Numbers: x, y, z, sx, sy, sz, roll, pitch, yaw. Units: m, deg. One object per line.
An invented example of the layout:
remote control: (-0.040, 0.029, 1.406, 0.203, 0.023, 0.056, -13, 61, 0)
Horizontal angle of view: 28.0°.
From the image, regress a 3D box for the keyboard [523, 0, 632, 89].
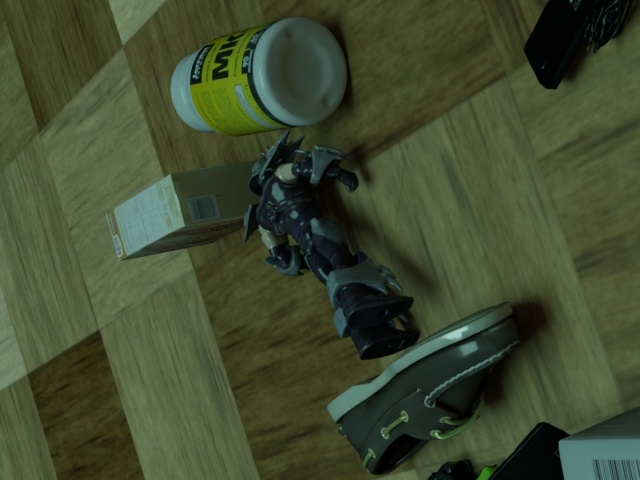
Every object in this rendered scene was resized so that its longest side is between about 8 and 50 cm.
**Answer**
keyboard: (0.240, -0.209, 1.102, 0.100, 0.038, 0.192, -102, 27, -42)

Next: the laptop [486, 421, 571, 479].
laptop: (0.232, 0.327, 1.109, 0.234, 0.264, 0.136, -53, 19, 22)

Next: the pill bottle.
pill bottle: (-0.076, -0.179, 1.452, 0.208, 0.119, 0.119, -3, 98, 53)

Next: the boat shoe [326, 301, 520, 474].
boat shoe: (0.113, 0.157, 1.306, 0.097, 0.116, 0.324, 63, 146, 12)

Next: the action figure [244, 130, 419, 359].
action figure: (0.000, 0.000, 1.420, 0.285, 0.099, 0.185, 55, 152, 32)

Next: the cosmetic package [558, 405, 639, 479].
cosmetic package: (0.298, 0.153, 0.948, 0.117, 0.231, 0.085, -12, 90, 55)

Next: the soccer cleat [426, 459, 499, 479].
soccer cleat: (0.131, 0.272, 1.367, 0.179, 0.060, 0.072, -17, 77, 48)

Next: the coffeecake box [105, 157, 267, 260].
coffeecake box: (-0.158, -0.037, 1.586, 0.185, 0.142, 0.068, -23, 81, 54)
